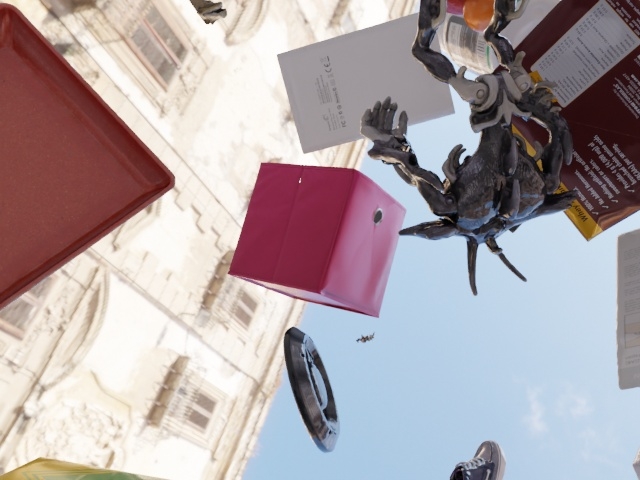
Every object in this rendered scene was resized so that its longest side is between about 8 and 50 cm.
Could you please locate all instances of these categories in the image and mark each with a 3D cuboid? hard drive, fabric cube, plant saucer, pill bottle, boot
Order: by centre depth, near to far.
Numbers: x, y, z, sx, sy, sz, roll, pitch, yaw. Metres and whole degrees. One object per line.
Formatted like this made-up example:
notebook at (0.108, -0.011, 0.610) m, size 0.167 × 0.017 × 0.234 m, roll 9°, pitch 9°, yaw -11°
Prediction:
plant saucer at (-0.316, -0.067, 0.552) m, size 0.259 × 0.048 × 0.258 m, roll 46°, pitch -118°, yaw 4°
boot at (0.295, 0.436, 1.127) m, size 0.069 × 0.086 × 0.190 m, roll -41°, pitch -170°, yaw 34°
hard drive at (0.088, -0.307, 1.169) m, size 0.307 × 0.203 × 0.040 m, roll -14°, pitch -172°, yaw 7°
fabric cube at (0.000, 0.000, 1.296) m, size 0.259 × 0.254 × 0.258 m, roll 8°, pitch -103°, yaw 36°
pill bottle at (0.415, -0.481, 1.395) m, size 0.204 × 0.204 × 0.361 m, roll -31°, pitch -150°, yaw 4°

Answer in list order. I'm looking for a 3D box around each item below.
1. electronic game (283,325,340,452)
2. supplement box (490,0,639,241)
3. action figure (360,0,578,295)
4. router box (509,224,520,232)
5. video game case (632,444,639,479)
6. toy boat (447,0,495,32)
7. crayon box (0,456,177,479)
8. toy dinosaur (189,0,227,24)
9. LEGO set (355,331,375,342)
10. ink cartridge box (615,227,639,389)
electronic game at (-0.017, 0.264, 1.069) m, size 0.048 × 0.229 × 0.229 m, roll -20°, pitch -130°, yaw 6°
supplement box at (0.289, -0.141, 0.559) m, size 0.129 × 0.194 × 0.191 m, roll -31°, pitch -99°, yaw -37°
action figure at (0.124, -0.102, 0.482) m, size 0.164 × 0.276 × 0.141 m, roll -10°, pitch -156°, yaw -8°
router box at (0.440, -0.176, 1.093) m, size 0.081 × 0.243 × 0.309 m, roll 41°, pitch -138°, yaw 9°
video game case at (0.666, 0.472, 1.135) m, size 0.023 × 0.193 × 0.212 m, roll -25°, pitch -92°, yaw 41°
toy boat at (0.217, -0.360, 0.818) m, size 0.151 × 0.231 × 0.151 m, roll -10°, pitch -91°, yaw 13°
crayon box at (-0.222, 0.449, 0.651) m, size 0.313 × 0.106 × 0.363 m, roll 0°, pitch -88°, yaw 19°
toy dinosaur at (-0.138, -0.266, 0.566) m, size 0.053 × 0.093 × 0.183 m, roll -24°, pitch -130°, yaw 0°
LEGO set at (0.122, 0.265, 1.585) m, size 0.054 × 0.083 × 0.023 m, roll -26°, pitch -89°, yaw 9°
ink cartridge box at (0.579, 0.069, 0.818) m, size 0.308 × 0.091 × 0.385 m, roll -23°, pitch -160°, yaw 36°
